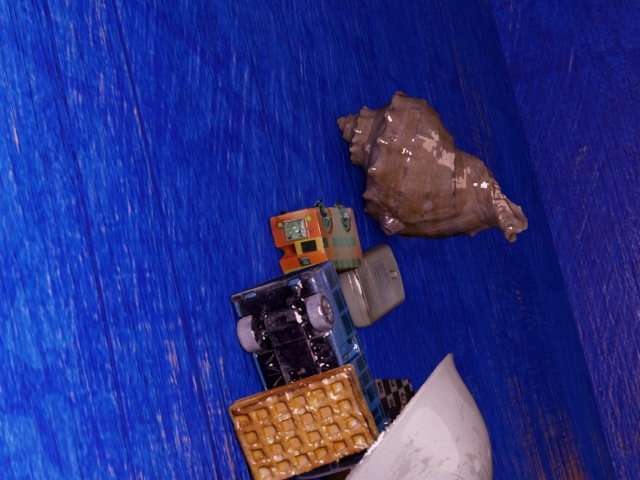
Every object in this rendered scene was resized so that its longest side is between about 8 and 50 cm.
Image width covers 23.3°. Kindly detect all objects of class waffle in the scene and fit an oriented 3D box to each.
[{"bbox_3d":[-0.018,0.203,1.715,0.042,0.148,0.102,-77,146,-76],"label":"waffle"}]

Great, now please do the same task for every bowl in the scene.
[{"bbox_3d":[0.109,0.292,1.719,0.146,0.313,0.313,37,16,9],"label":"bowl"}]

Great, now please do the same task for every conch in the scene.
[{"bbox_3d":[0.158,-0.087,2.415,0.324,0.186,0.263,48,5,3],"label":"conch"}]

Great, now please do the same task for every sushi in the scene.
[{"bbox_3d":[0.132,0.266,2.280,0.201,0.031,0.139,12,63,-69],"label":"sushi"}]

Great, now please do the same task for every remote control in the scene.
[{"bbox_3d":[0.076,0.064,2.279,0.233,0.038,0.098,-23,97,-73],"label":"remote control"}]

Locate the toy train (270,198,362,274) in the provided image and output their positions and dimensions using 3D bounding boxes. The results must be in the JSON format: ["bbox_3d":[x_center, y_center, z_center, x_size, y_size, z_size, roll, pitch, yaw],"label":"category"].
[{"bbox_3d":[0.000,0.000,2.057,0.188,0.072,0.099,0,74,-71],"label":"toy train"}]

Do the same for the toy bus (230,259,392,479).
[{"bbox_3d":[-0.006,0.151,1.840,0.133,0.116,0.234,-32,104,-73],"label":"toy bus"}]

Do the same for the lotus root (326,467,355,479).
[{"bbox_3d":[0.076,0.319,1.981,0.159,0.095,0.135,-29,106,-66],"label":"lotus root"}]
